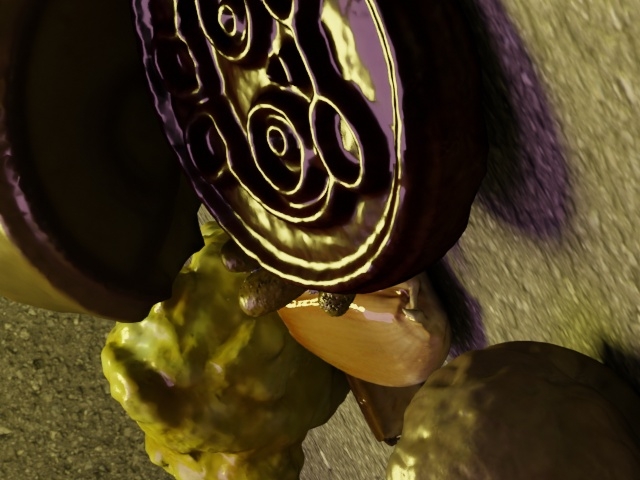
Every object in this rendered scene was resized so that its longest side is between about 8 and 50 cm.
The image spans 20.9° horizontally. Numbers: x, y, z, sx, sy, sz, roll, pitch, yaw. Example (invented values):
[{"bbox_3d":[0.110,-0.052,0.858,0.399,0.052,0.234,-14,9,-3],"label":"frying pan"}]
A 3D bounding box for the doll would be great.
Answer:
[{"bbox_3d":[0.000,0.000,1.671,0.137,0.209,0.097,65,-168,17],"label":"doll"}]

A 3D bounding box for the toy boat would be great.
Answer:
[{"bbox_3d":[0.054,0.108,1.965,0.115,0.089,0.310,-102,-12,-66],"label":"toy boat"}]

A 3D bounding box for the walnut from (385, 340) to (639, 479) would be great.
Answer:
[{"bbox_3d":[0.172,0.206,1.417,0.248,0.248,0.248,56,167,20],"label":"walnut"}]

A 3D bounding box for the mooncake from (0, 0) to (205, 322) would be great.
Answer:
[{"bbox_3d":[-0.216,-0.124,1.711,0.246,0.393,0.394,0,101,43],"label":"mooncake"}]

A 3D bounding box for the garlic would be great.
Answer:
[{"bbox_3d":[0.050,0.058,1.794,0.228,0.110,0.217,11,139,42],"label":"garlic"}]

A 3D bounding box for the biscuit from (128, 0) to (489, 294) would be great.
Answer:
[{"bbox_3d":[-0.030,-0.141,1.442,0.407,0.091,0.407,34,138,38],"label":"biscuit"}]

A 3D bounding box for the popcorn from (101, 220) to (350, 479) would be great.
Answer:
[{"bbox_3d":[-0.083,0.130,2.027,0.292,0.334,0.293,37,155,-4],"label":"popcorn"}]
